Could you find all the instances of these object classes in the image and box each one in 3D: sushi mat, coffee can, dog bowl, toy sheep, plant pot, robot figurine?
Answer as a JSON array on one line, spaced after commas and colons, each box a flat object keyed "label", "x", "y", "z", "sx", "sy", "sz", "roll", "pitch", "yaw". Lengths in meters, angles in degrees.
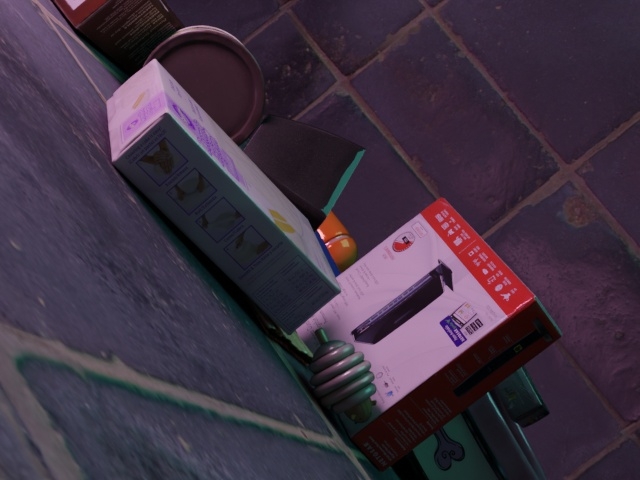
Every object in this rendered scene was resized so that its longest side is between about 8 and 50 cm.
[{"label": "sushi mat", "x": -0.115, "y": 0.033, "z": 1.548, "sx": 0.316, "sy": 0.019, "sz": 0.151, "roll": 54, "pitch": 5, "yaw": 32}, {"label": "coffee can", "x": -0.200, "y": -0.258, "z": 1.896, "sx": 0.201, "sy": 0.201, "sz": 0.275, "roll": 51, "pitch": 3, "yaw": -13}, {"label": "dog bowl", "x": 0.224, "y": 0.294, "z": 1.776, "sx": 0.408, "sy": 0.150, "sz": 0.408, "roll": 60, "pitch": 7, "yaw": -11}, {"label": "toy sheep", "x": 0.025, "y": 0.172, "z": 1.424, "sx": 0.132, "sy": 0.091, "sz": 0.091, "roll": 58, "pitch": 4, "yaw": 3}, {"label": "plant pot", "x": -0.064, "y": -0.091, "z": 1.823, "sx": 0.167, "sy": 0.187, "sz": 0.188, "roll": 36, "pitch": 49, "yaw": -5}, {"label": "robot figurine", "x": -0.001, "y": 0.000, "z": 2.560, "sx": 0.219, "sy": 0.128, "sz": 0.158, "roll": 52, "pitch": -18, "yaw": 23}]

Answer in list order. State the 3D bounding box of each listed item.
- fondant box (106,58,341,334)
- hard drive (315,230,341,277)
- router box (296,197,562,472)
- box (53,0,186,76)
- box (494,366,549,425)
[{"label": "fondant box", "x": -0.129, "y": -0.059, "z": 1.451, "sx": 0.330, "sy": 0.096, "sz": 0.238, "roll": 45, "pitch": 8, "yaw": -26}, {"label": "hard drive", "x": -0.002, "y": 0.053, "z": 2.058, "sx": 0.318, "sy": 0.040, "sz": 0.210, "roll": 62, "pitch": 8, "yaw": -12}, {"label": "router box", "x": 0.133, "y": 0.119, "z": 1.583, "sx": 0.082, "sy": 0.301, "sz": 0.335, "roll": 51, "pitch": 3, "yaw": -30}, {"label": "box", "x": -0.363, "y": -0.421, "z": 1.981, "sx": 0.191, "sy": 0.143, "sz": 0.381, "roll": 52, "pitch": 1, "yaw": 11}, {"label": "box", "x": 0.291, "y": 0.189, "z": 1.836, "sx": 0.231, "sy": 0.056, "sz": 0.183, "roll": 63, "pitch": 9, "yaw": 18}]
